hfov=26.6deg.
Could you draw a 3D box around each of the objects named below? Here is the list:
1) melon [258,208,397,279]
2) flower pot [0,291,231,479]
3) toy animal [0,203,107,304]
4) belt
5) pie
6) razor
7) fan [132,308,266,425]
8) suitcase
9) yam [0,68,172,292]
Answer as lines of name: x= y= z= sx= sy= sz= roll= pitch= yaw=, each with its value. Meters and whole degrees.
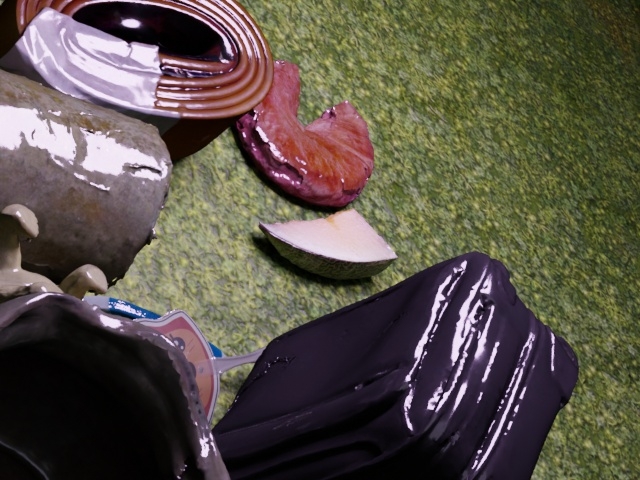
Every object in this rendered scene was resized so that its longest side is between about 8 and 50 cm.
melon: x=0.005 y=0.006 z=1.642 sx=0.182 sy=0.054 sz=0.098 roll=-9 pitch=60 yaw=-50
flower pot: x=-0.228 y=0.209 z=1.087 sx=0.302 sy=0.213 sz=0.301 roll=28 pitch=40 yaw=-27
toy animal: x=-0.248 y=0.072 z=1.226 sx=0.218 sy=0.101 sz=0.103 roll=47 pitch=19 yaw=-49
belt: x=-0.217 y=-0.196 z=1.490 sx=0.339 sy=0.122 sz=0.217 roll=-1 pitch=67 yaw=-41
pie: x=-0.020 y=-0.137 z=1.732 sx=0.219 sy=0.054 sz=0.204 roll=25 pitch=43 yaw=-30
razor: x=-0.169 y=0.094 z=1.395 sx=0.191 sy=0.037 sz=0.068 roll=26 pitch=42 yaw=-29
fan: x=-0.128 y=0.133 z=1.392 sx=0.220 sy=0.009 sz=0.132 roll=-7 pitch=85 yaw=-45
suitcase: x=0.047 y=0.192 z=1.281 sx=0.188 sy=0.345 sz=0.339 roll=53 pitch=37 yaw=-16
yam: x=-0.310 y=-0.067 z=1.264 sx=0.300 sy=0.195 sz=0.195 roll=18 pitch=48 yaw=-37
